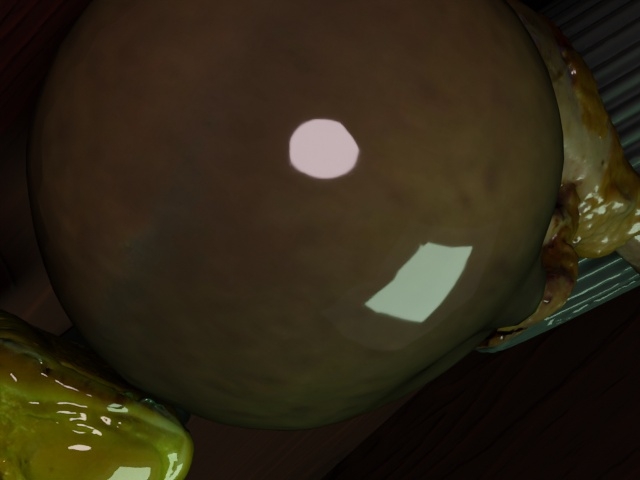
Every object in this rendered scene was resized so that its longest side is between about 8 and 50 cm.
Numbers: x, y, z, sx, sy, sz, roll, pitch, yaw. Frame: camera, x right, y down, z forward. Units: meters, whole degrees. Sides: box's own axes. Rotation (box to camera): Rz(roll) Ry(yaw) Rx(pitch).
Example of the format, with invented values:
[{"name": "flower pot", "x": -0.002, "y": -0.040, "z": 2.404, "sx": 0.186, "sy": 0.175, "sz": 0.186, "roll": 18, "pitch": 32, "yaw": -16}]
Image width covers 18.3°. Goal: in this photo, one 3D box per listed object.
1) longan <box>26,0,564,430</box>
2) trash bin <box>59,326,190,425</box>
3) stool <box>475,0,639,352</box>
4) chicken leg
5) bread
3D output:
[{"name": "longan", "x": -0.007, "y": -0.040, "z": 1.229, "sx": 0.361, "sy": 0.361, "sz": 0.361, "roll": -36, "pitch": 167, "yaw": -10}, {"name": "trash bin", "x": -0.214, "y": 0.163, "z": 1.876, "sx": 0.165, "sy": 0.115, "sz": 0.225, "roll": -38, "pitch": 171, "yaw": -4}, {"name": "stool", "x": 0.232, "y": -0.078, "z": 1.874, "sx": 0.330, "sy": 0.297, "sz": 0.297, "roll": -28, "pitch": 164, "yaw": -19}, {"name": "chicken leg", "x": 0.169, "y": -0.024, "z": 1.594, "sx": 0.182, "sy": 0.295, "sz": 0.409, "roll": -23, "pitch": 140, "yaw": 32}, {"name": "bread", "x": -0.197, "y": 0.122, "z": 1.391, "sx": 0.112, "sy": 0.166, "sz": 0.383, "roll": -66, "pitch": -166, "yaw": -2}]
